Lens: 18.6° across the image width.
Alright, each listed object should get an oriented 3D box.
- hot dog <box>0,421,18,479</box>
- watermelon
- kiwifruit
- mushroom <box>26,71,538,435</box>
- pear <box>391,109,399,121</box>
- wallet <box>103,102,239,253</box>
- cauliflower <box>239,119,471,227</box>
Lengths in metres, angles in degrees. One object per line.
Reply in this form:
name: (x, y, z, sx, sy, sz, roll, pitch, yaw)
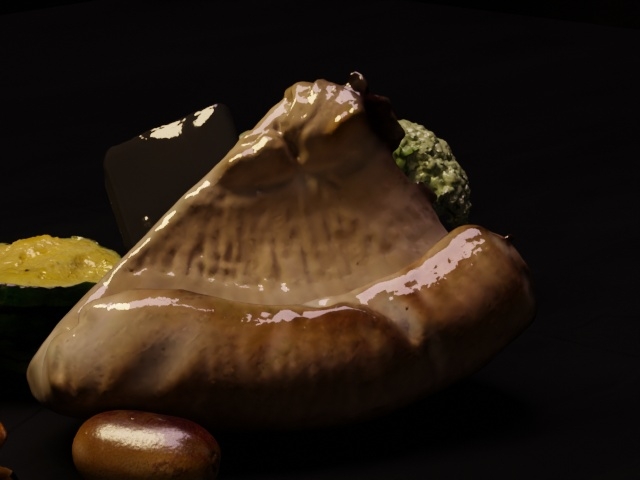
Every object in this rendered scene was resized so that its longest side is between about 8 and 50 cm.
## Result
hot dog: (-0.399, 0.154, 1.612, 0.326, 0.107, 0.194, 0, 15, 4)
watermelon: (-0.293, 0.068, 1.867, 0.204, 0.127, 0.232, 8, 16, 29)
kiwifruit: (-0.142, 0.175, 1.580, 0.124, 0.075, 0.075, 8, 18, 14)
mushroom: (-0.048, 0.077, 1.721, 0.397, 0.314, 0.224, -41, -2, -22)
pear: (0.007, -0.071, 2.221, 0.197, 0.197, 0.197, -1, 16, 0)
wallet: (-0.120, 0.001, 1.893, 0.149, 0.250, 0.044, -21, -14, 13)
cauliflower: (0.000, 0.000, 1.976, 0.272, 0.275, 0.250, 10, 44, -24)
